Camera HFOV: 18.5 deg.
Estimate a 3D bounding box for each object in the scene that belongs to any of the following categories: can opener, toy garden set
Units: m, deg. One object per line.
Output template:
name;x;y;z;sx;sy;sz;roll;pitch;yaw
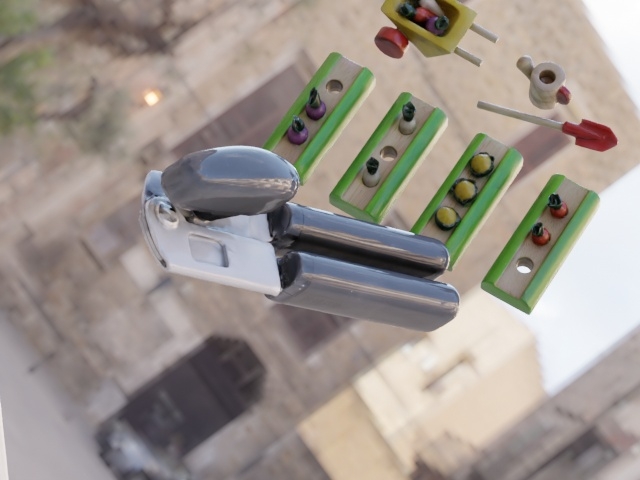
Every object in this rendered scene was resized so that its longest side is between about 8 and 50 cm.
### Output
can opener;0.000;0.000;1.343;0.283;0.095;0.076;13;54;-40
toy garden set;0.106;-0.089;1.500;0.244;0.204;0.049;29;-22;15

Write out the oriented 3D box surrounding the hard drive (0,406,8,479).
hard drive;-0.393;0.240;1.865;0.040;0.203;0.307;26;-55;48
